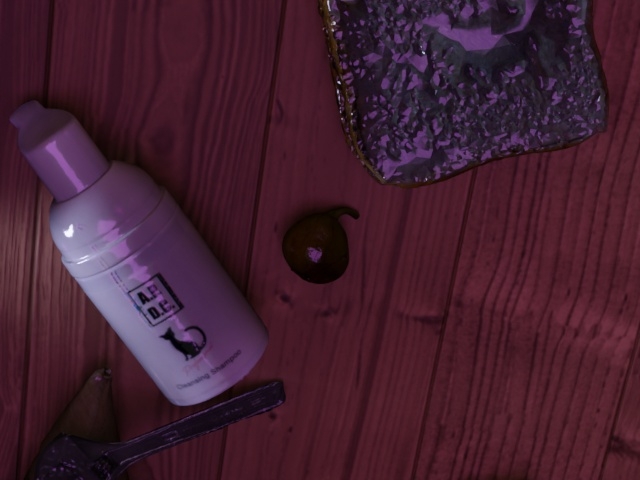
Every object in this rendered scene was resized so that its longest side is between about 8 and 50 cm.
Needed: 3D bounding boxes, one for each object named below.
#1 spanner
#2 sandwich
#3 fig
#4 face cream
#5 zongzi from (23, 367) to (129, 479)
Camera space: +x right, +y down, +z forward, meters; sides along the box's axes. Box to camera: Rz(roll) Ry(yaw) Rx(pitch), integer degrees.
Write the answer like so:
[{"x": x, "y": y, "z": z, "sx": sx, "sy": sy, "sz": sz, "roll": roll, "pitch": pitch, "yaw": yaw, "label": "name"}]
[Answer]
[{"x": -0.185, "y": 0.230, "z": 1.503, "sx": 0.325, "sy": 0.026, "sz": 0.093, "roll": -19, "pitch": 89, "yaw": -26, "label": "spanner"}, {"x": 0.158, "y": -0.203, "z": 1.390, "sx": 0.301, "sy": 0.099, "sz": 0.271, "roll": -16, "pitch": 113, "yaw": 0, "label": "sandwich"}, {"x": 0.000, "y": 0.000, "z": 1.474, "sx": 0.084, "sy": 0.082, "sz": 0.098, "roll": 21, "pitch": 80, "yaw": -19, "label": "fig"}, {"x": -0.214, "y": 0.005, "z": 1.410, "sx": 0.145, "sy": 0.145, "sz": 0.369, "roll": -32, "pitch": 112, "yaw": 7, "label": "face cream"}, {"x": -0.184, "y": 0.464, "z": 1.570, "sx": 0.500, "sy": 0.218, "sz": 0.467, "roll": 30, "pitch": 96, "yaw": -18, "label": "zongzi"}]
